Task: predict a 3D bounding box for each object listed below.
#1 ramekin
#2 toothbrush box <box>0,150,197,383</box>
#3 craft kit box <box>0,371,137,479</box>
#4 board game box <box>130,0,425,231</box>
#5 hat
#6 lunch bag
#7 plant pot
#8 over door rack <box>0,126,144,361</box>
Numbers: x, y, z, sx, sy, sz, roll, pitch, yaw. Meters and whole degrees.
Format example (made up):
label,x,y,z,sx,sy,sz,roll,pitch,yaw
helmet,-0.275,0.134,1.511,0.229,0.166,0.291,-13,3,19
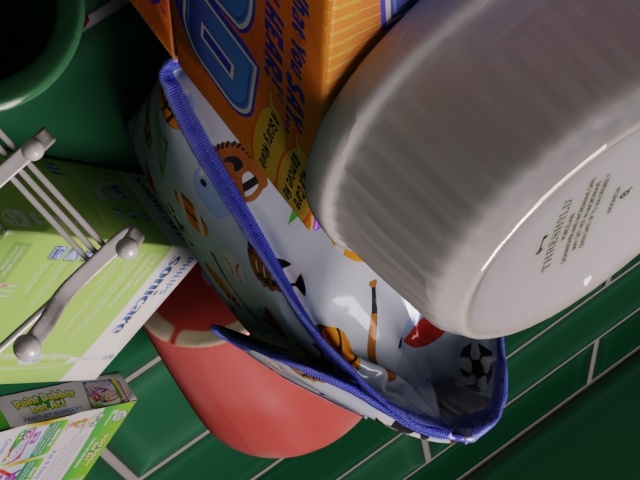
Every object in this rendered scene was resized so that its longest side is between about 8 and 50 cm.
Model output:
label,x,y,z,sx,sy,sz,roll,pitch,yaw
ramekin,0.135,-0.054,0.780,0.273,0.127,0.273,-31,155,-16
toothbrush box,-0.284,0.032,1.222,0.206,0.122,0.283,-48,153,20
craft kit box,-0.389,0.283,1.594,0.247,0.061,0.250,-4,139,-47
board game box,0.048,-0.301,0.819,0.356,0.356,0.356,-29,154,-19
hat,-0.269,-0.143,0.948,0.209,0.173,0.183,3,163,-18
lunch bag,0.000,0.000,1.117,0.239,0.385,0.328,-31,-174,-12
plant pot,-0.078,0.085,1.451,0.275,0.275,0.243,-37,145,-3
over door rack,-0.336,0.024,0.991,0.324,0.239,0.108,-40,-167,3
